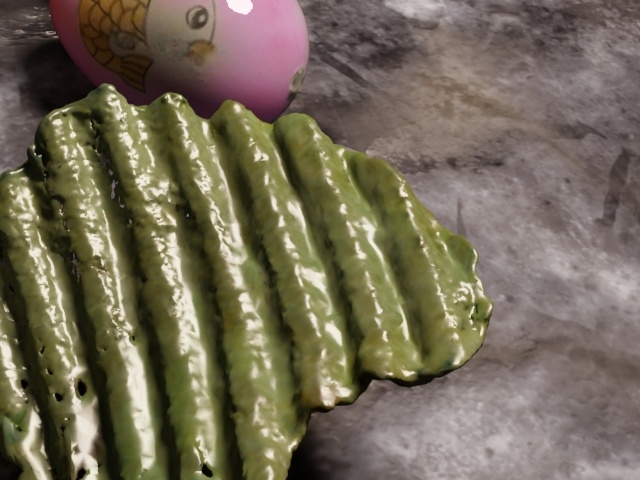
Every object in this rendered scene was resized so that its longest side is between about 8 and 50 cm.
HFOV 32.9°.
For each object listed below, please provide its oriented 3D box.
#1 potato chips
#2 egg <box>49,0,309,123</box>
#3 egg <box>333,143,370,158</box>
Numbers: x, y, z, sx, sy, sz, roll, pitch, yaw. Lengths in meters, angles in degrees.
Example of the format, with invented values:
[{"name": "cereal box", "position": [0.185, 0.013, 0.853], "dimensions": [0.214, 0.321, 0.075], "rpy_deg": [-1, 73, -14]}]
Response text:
[{"name": "potato chips", "position": [-0.099, 0.042, 0.810], "dimensions": [0.373, 0.097, 0.389], "rpy_deg": [-41, 59, -10]}, {"name": "egg", "position": [-0.142, -0.205, 1.078], "dimensions": [0.271, 0.196, 0.196], "rpy_deg": [14, 42, 23]}, {"name": "egg", "position": [0.000, 0.000, 0.949], "dimensions": [0.147, 0.146, 0.198], "rpy_deg": [17, 44, 0]}]
